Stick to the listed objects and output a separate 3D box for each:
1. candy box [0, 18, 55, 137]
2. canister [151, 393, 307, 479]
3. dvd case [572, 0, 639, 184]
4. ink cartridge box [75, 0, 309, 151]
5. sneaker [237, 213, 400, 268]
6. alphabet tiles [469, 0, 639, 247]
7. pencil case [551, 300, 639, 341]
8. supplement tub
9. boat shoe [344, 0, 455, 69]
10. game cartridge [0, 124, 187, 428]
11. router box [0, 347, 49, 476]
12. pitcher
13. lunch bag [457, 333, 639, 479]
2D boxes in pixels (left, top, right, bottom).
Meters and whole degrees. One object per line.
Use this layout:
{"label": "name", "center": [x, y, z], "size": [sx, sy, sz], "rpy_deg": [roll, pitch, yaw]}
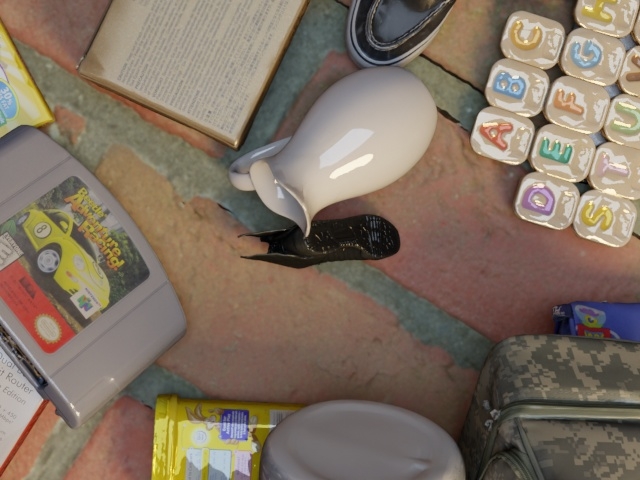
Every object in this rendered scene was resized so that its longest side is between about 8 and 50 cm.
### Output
{"label": "candy box", "center": [-0.390, -0.200, 1.296], "size": [0.105, 0.027, 0.206], "rpy_deg": [-29, 92, -3]}
{"label": "canister", "center": [-0.100, 0.238, 1.294], "size": [0.169, 0.073, 0.126], "rpy_deg": [3, 92, -4]}
{"label": "dvd case", "center": [0.370, -0.181, 1.333], "size": [0.180, 0.022, 0.253], "rpy_deg": [9, 90, -3]}
{"label": "ink cartridge box", "center": [-0.127, -0.243, 1.277], "size": [0.193, 0.088, 0.235], "rpy_deg": [26, 90, -1]}
{"label": "sneaker", "center": [0.000, 0.003, 1.301], "size": [0.170, 0.089, 0.051], "rpy_deg": [0, 79, -39]}
{"label": "alphabet tiles", "center": [0.321, -0.142, 1.310], "size": [0.277, 0.021, 0.284], "rpy_deg": [17, 91, -3]}
{"label": "pencil case", "center": [0.404, 0.123, 1.294], "size": [0.306, 0.119, 0.133], "rpy_deg": [-2, 49, -2]}
{"label": "supplement tub", "center": [0.031, 0.354, 1.202], "size": [0.207, 0.207, 0.338], "rpy_deg": [3, 112, -3]}
{"label": "boat shoe", "center": [0.134, -0.317, 1.279], "size": [0.108, 0.102, 0.301], "rpy_deg": [39, 89, -3]}
{"label": "game cartridge", "center": [-0.282, 0.028, 1.244], "size": [0.294, 0.060, 0.196], "rpy_deg": [52, 51, -7]}
{"label": "router box", "center": [-0.497, 0.176, 1.269], "size": [0.335, 0.082, 0.301], "rpy_deg": [32, 89, -3]}
{"label": "pitcher", "center": [0.010, -0.106, 1.272], "size": [0.207, 0.177, 0.126], "rpy_deg": [-38, 125, -20]}
{"label": "lunch bag", "center": [0.251, 0.273, 1.159], "size": [0.212, 0.305, 0.256], "rpy_deg": [4, 47, -5]}
